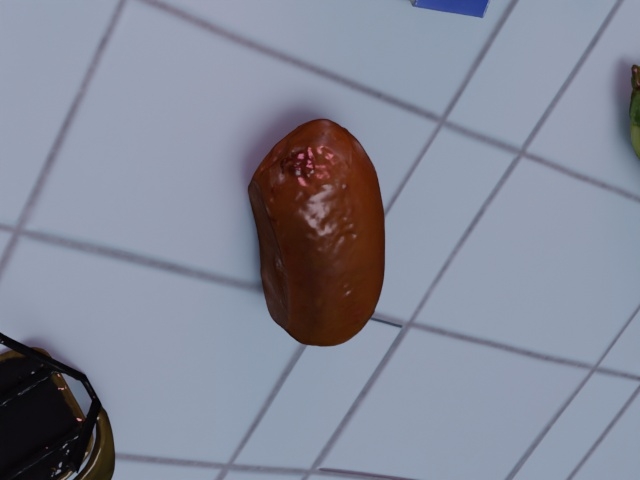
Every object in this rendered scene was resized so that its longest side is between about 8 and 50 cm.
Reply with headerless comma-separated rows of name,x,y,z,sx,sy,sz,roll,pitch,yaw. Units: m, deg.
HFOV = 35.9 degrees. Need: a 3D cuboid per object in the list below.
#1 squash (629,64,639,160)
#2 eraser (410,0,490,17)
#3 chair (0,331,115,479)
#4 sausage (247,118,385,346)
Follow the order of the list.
squash,0.427,-0.102,1.169,0.287,0.137,0.137,27,108,-28
eraser,0.126,-0.249,0.934,0.084,0.027,0.063,2,121,-29
chair,-0.297,0.199,0.956,0.158,0.172,0.247,-34,176,-3
sausage,0.003,-0.001,0.987,0.133,0.133,0.258,-18,129,-17
